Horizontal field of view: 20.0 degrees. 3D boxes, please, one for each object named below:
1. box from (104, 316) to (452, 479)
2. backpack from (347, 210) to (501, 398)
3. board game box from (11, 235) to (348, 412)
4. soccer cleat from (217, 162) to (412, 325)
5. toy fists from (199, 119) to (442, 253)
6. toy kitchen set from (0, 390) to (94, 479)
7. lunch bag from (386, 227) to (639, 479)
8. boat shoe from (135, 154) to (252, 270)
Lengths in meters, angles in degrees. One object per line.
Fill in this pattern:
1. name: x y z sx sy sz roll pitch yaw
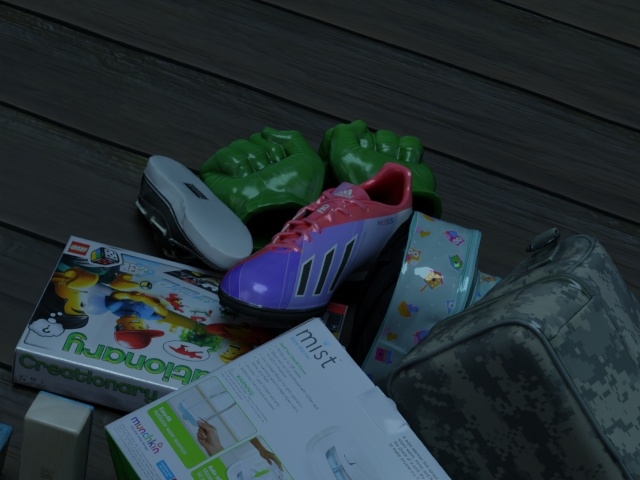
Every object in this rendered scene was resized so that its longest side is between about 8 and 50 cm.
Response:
1. box: -0.026 0.230 1.611 0.231 0.127 0.262 -27 51 -19
2. backpack: 0.107 0.071 1.845 0.144 0.188 0.166 15 37 4
3. board game box: -0.138 0.105 1.844 0.305 0.053 0.193 14 37 2
4. soccer cleat: 0.000 0.000 1.886 0.108 0.116 0.318 24 25 25
5. toy fists: 0.000 -0.070 2.069 0.279 0.096 0.142 -7 40 -21
6. toy kitchen set: -0.299 0.140 1.700 0.207 0.122 0.166 17 38 5
7. lunch bag: 0.244 0.163 1.685 0.305 0.212 0.256 57 42 -5
8. boat shoe: -0.140 -0.014 1.964 0.077 0.070 0.219 15 20 -32
